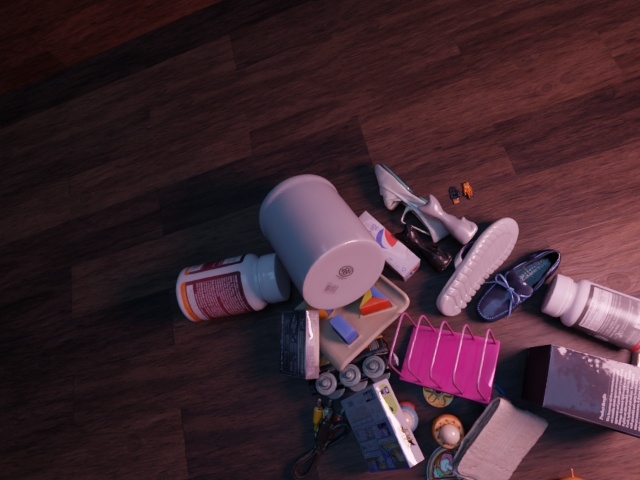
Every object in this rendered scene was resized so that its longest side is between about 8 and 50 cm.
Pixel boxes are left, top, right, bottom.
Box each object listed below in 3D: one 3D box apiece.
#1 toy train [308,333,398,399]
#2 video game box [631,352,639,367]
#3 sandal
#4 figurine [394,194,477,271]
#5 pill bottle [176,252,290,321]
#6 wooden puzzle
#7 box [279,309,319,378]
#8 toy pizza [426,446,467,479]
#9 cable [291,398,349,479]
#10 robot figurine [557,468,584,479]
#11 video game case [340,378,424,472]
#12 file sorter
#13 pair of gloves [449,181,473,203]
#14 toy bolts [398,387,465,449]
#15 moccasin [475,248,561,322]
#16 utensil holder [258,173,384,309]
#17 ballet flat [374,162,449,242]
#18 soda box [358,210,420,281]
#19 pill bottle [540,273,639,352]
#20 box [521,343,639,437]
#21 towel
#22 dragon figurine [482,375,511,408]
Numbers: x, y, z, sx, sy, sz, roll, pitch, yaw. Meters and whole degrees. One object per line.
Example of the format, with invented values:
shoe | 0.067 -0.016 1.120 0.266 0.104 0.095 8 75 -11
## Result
toy train | 0.102 0.431 1.440 0.334 0.142 0.190 -23 56 10
video game box | 1.053 0.421 1.229 0.187 0.048 0.205 13 77 16
sandal | 0.533 0.075 1.435 0.416 0.169 0.102 -49 36 -4
figurine | 0.404 -0.030 1.441 0.209 0.092 0.215 37 112 4
pill bottle | -0.330 0.175 1.579 0.392 0.224 0.224 -12 71 12
wooden puzzle | 0.089 0.235 1.455 0.348 0.080 0.322 -44 46 -6
box | -0.077 0.361 1.442 0.183 0.056 0.231 -16 71 53
toy pizza | 0.442 0.755 1.297 0.201 0.032 0.201 -4 73 14
cable | 0.004 0.709 1.432 0.139 0.072 0.287 23 93 -2
robot figurine | 0.751 0.779 1.157 0.158 0.128 0.219 -48 61 41
video game case | 0.185 0.597 1.302 0.061 0.269 0.244 -12 65 -28
file sorter | 0.389 0.360 1.292 0.290 0.182 0.202 5 62 34
pair of gloves | 0.544 -0.182 1.570 0.083 0.010 0.074 -16 71 13
toy bolts | 0.341 0.555 1.317 0.228 0.158 0.218 -6 72 13
moccasin | 0.662 0.138 1.382 0.342 0.117 0.138 -45 68 -2
utensil holder | 0.000 0.000 1.429 0.327 0.327 0.385 -38 47 1
ballet flat | 0.329 -0.140 1.559 0.400 0.139 0.139 43 88 19
soda box | 0.244 0.021 1.541 0.091 0.098 0.286 -44 67 -2
pill bottle | 0.867 0.220 1.279 0.283 0.161 0.161 22 80 21
box | 0.771 0.427 1.170 0.294 0.296 0.183 13 78 19
towel | 0.529 0.611 1.217 0.187 0.049 0.282 27 102 -12
dragon figurine | 0.552 0.499 1.317 0.085 0.144 0.289 -37 49 3
